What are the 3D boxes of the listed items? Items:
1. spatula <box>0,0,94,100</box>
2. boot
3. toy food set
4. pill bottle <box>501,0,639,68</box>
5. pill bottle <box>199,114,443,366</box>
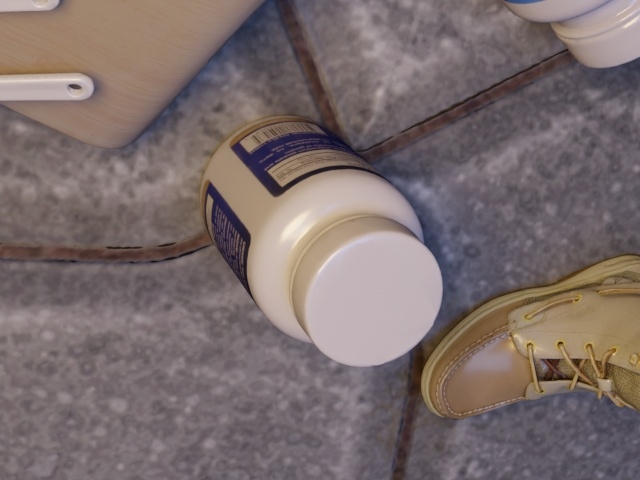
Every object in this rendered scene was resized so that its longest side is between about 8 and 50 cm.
[{"bbox_3d":[-0.245,-0.124,0.682,0.242,0.019,0.168,-2,136,0],"label":"spatula"},{"bbox_3d":[0.192,0.093,0.926,0.213,0.165,0.077,-23,117,-12],"label":"boot"},{"bbox_3d":[-0.161,-0.188,0.689,0.306,0.092,0.219,25,134,-29],"label":"toy food set"},{"bbox_3d":[0.139,-0.214,0.801,0.124,0.124,0.221,-42,120,0],"label":"pill bottle"},{"bbox_3d":[0.000,0.000,0.802,0.112,0.187,0.112,-8,115,-17],"label":"pill bottle"}]
